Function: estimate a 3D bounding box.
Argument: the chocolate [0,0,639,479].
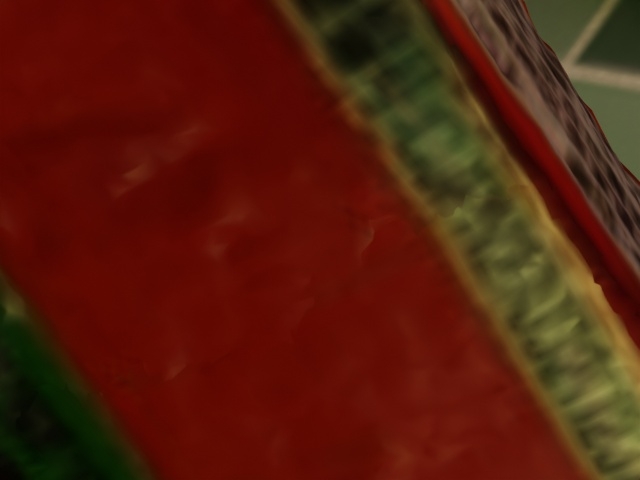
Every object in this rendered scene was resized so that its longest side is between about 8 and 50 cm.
[{"bbox_3d":[-0.051,0.035,0.592,0.341,0.161,0.360,-28,105,26],"label":"chocolate"}]
